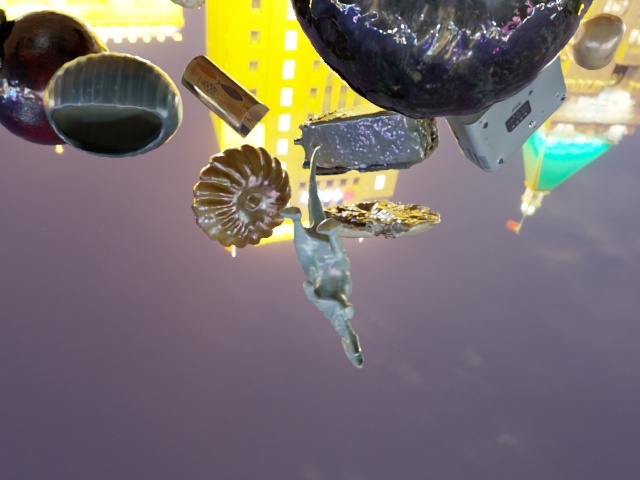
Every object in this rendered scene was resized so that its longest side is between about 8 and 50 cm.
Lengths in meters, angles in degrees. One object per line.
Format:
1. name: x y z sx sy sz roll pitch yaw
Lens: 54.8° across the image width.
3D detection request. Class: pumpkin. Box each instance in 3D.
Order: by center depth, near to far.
1. pumpkin: 0.166 -0.402 0.880 0.455 0.453 0.344 18 -174 11

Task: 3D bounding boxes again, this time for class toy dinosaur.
1. toy dinosaur: 0.000 0.000 0.985 0.092 0.205 0.392 -19 -128 4

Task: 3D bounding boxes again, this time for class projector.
1. projector: 0.397 -0.292 1.307 0.250 0.198 0.108 -46 -127 0

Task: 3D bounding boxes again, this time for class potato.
1. potato: 0.552 -0.402 1.247 0.112 0.111 0.147 14 -166 6

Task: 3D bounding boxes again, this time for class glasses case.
1. glasses case: -0.160 -0.238 1.003 0.064 0.041 0.170 -49 -119 4

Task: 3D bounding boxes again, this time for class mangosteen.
1. mangosteen: -0.645 -0.372 1.390 0.360 0.306 0.306 7 -140 -25

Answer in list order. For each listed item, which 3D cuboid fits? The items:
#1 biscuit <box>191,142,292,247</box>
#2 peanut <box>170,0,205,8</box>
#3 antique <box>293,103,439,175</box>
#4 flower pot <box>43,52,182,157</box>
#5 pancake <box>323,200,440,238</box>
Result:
1. biscuit: -0.222 -0.125 1.852 0.326 0.325 0.107 -19 -153 -27
2. peanut: -0.291 -0.530 1.204 0.087 0.087 0.206 -24 -115 -31
3. antique: 0.088 -0.213 1.280 0.284 0.125 0.150 -5 -158 24
4. flower pot: -0.379 -0.249 1.137 0.243 0.189 0.157 0 -130 -7
5. pancake: 0.168 -0.063 1.840 0.383 0.071 0.382 -1 -167 0
